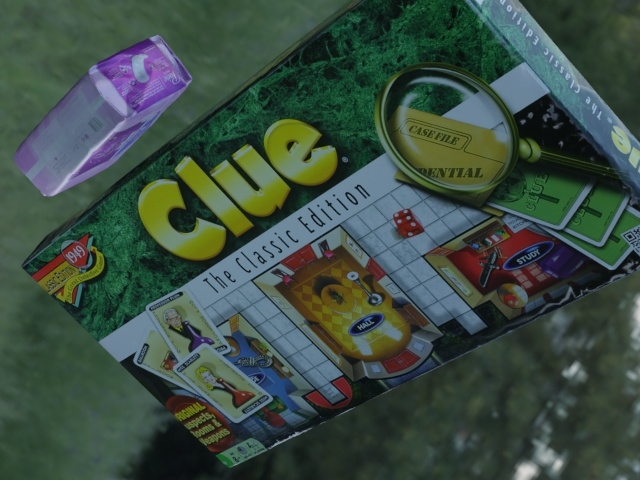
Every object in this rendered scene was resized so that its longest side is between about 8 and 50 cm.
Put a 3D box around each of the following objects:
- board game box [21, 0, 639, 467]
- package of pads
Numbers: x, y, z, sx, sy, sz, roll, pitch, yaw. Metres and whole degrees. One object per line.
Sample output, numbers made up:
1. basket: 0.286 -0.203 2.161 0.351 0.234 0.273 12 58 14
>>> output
1. board game box: 0.000 0.000 0.542 0.260 0.136 0.030 -33 -165 41
2. package of pads: -0.100 -0.055 0.632 0.050 0.032 0.083 -38 -179 -44
